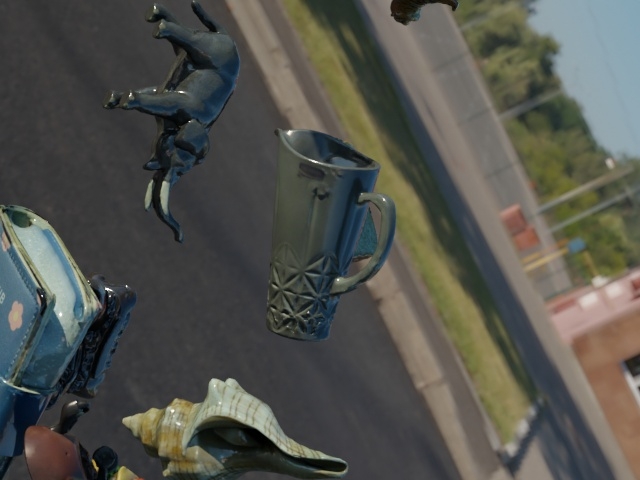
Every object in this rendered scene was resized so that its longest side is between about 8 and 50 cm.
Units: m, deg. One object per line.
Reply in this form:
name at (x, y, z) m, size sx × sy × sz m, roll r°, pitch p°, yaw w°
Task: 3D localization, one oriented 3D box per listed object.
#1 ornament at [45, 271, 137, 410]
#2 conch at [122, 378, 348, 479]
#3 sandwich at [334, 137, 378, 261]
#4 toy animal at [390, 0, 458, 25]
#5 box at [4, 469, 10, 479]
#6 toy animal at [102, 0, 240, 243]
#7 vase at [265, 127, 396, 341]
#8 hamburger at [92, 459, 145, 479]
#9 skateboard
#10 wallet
ornament at (-0.428, 0.165, 2.120) m, size 0.106 × 0.251 × 0.260 m, roll 24°, pitch 9°, yaw 13°
conch at (-0.145, 0.307, 2.088) m, size 0.203 × 0.386 × 0.170 m, roll 72°, pitch 17°, yaw -45°
sandwich at (0.022, -0.065, 2.164) m, size 0.186 × 0.065 × 0.215 m, roll 3°, pitch 73°, yaw -64°
toy animal at (0.158, -0.381, 1.847) m, size 0.241 × 0.099 × 0.057 m, roll 97°, pitch 4°, yaw -62°
box at (-0.364, 0.231, 1.382) m, size 0.089 × 0.062 × 0.122 m, roll 119°, pitch -21°, yaw -69°
toy animal at (-0.174, -0.143, 1.461) m, size 0.137 × 0.270 × 0.082 m, roll 18°, pitch -3°, yaw -32°
vase at (0.000, 0.000, 1.932) m, size 0.156 × 0.251 × 0.301 m, roll -4°, pitch 110°, yaw -51°
hamburger at (-0.226, 0.298, 1.297) m, size 0.115 × 0.162 × 0.162 m, roll 25°, pitch 6°, yaw 9°
skateboard at (-0.182, 0.169, 0.893) m, size 0.151 × 0.080 × 0.067 m, roll 90°, pitch -17°, yaw -67°
wallet at (-0.238, 0.093, 0.918) m, size 0.059 × 0.202 × 0.141 m, roll 21°, pitch 18°, yaw -39°
